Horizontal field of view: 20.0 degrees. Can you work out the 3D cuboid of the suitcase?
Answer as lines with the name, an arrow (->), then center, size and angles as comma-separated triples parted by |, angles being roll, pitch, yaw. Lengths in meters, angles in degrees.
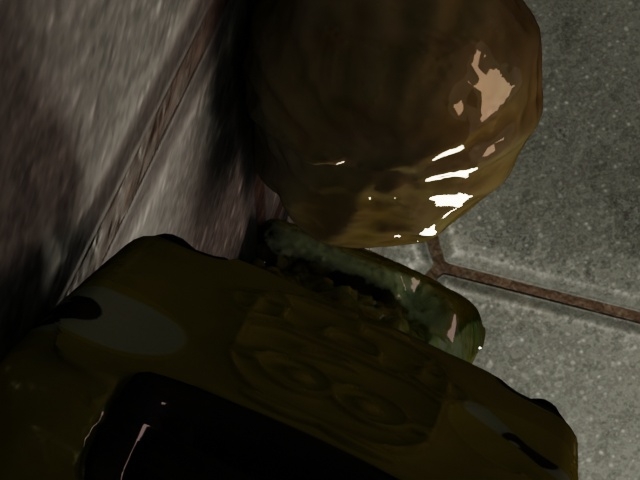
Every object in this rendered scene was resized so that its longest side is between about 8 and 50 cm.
suitcase -> -0.021, 0.103, 0.599 | 0.235, 0.194, 0.143 | -57, 170, -76

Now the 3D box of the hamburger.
hamburger -> 0.020, 0.092, 1.237 | 0.288, 0.192, 0.167 | 7, 107, -85

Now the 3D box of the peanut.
peanut -> 0.039, -0.086, 1.007 | 0.340, 0.158, 0.174 | -71, 153, -82
